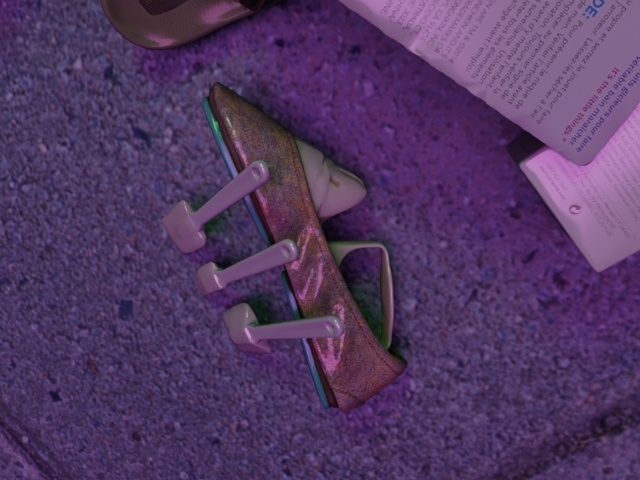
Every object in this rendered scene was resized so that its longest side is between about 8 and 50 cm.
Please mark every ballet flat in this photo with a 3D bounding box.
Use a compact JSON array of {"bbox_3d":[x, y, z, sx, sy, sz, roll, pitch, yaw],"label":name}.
[{"bbox_3d":[0.000,0.000,0.484,0.106,0.107,0.316,-21,105,-1],"label":"ballet flat"}]

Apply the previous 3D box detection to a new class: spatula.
[{"bbox_3d":[-0.067,0.028,0.469,0.242,0.019,0.168,-20,96,57],"label":"spatula"}]

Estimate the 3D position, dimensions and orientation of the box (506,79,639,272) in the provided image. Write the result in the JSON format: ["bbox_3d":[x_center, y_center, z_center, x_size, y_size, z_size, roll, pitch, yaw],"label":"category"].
[{"bbox_3d":[0.231,-0.075,0.372,0.170,0.130,0.091,-35,93,21],"label":"box"}]

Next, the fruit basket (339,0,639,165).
[{"bbox_3d":[0.098,-0.266,0.267,0.353,0.165,0.327,30,106,-12],"label":"fruit basket"}]

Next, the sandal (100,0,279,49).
[{"bbox_3d":[-0.051,-0.231,0.409,0.302,0.086,0.120,-26,123,24],"label":"sandal"}]
